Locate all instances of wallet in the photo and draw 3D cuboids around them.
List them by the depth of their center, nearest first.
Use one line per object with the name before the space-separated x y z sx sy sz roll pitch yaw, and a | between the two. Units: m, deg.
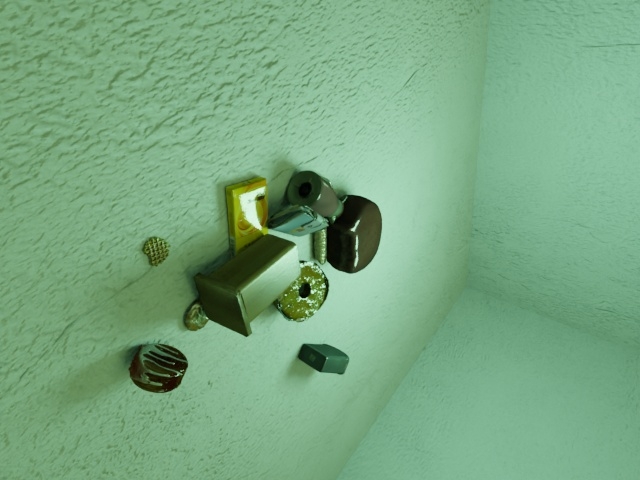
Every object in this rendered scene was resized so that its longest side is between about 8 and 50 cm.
wallet | -0.077 -0.069 1.495 0.231 0.170 0.069 19 54 -66

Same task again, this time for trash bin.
trash bin | 0.024 0.571 1.978 0.236 0.176 0.101 25 88 -51

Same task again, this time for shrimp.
shrimp | -0.380 0.218 1.351 0.184 0.043 0.091 -57 141 -13

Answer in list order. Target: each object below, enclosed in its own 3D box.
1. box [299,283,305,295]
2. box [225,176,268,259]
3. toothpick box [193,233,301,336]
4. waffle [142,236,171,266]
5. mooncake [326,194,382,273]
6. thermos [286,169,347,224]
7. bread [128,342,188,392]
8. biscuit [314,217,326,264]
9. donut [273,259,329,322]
box | -0.045 0.209 1.796 0.152 0.048 0.100 -54 145 -16
box | -0.241 -0.068 1.383 0.152 0.043 0.269 -30 131 -44
toothpick box | -0.217 0.126 1.336 0.308 0.190 0.188 -42 135 -40
waffle | -0.465 0.030 1.158 0.078 0.016 0.085 -55 144 -25
mooncake | 0.136 -0.021 1.798 0.334 0.174 0.326 -58 147 -17
thermos | 0.000 -0.170 1.581 0.265 0.146 0.176 22 65 -60
bread | -0.475 0.373 1.205 0.160 0.160 0.073 6 116 -54
biscuit | 0.000 0.000 1.730 0.055 0.061 0.219 -7 121 -11
donut | -0.090 0.193 1.650 0.272 0.107 0.272 -15 115 -36
